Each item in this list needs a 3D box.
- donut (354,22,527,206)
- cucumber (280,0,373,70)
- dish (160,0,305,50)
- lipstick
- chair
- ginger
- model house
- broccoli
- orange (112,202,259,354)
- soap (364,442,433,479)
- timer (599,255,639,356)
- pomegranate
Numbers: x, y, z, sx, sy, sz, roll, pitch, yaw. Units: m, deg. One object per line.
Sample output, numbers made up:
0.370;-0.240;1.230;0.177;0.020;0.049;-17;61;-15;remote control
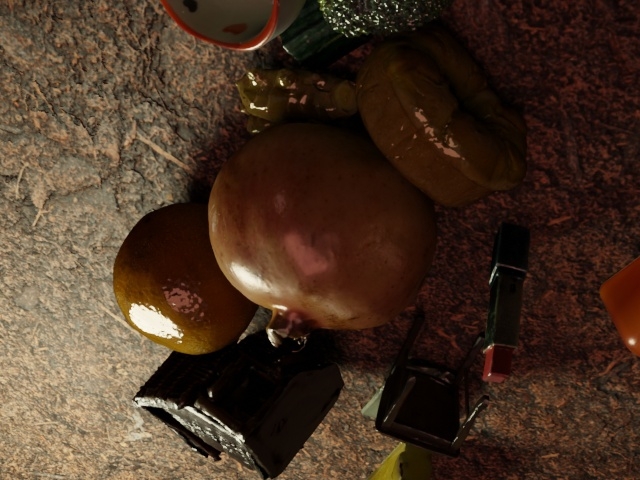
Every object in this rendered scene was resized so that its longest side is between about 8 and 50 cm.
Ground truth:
0.161;-0.160;1.122;0.261;0.208;0.128;45;128;-14;donut
0.006;-0.297;1.153;0.115;0.062;0.116;-23;118;35;cucumber
-0.104;-0.374;1.056;0.256;0.117;0.256;27;134;31;dish
0.269;0.092;1.225;0.051;0.312;0.051;16;132;3;lipstick
0.177;0.304;1.520;0.160;0.186;0.319;18;129;-5;chair
-0.044;-0.214;1.224;0.205;0.081;0.115;-10;113;32;ginger
-0.150;0.241;1.503;0.282;0.317;0.297;25;140;23;model house
0.094;-0.345;1.014;0.198;0.176;0.226;4;175;-36;broccoli
-0.217;0.069;1.404;0.264;0.264;0.264;9;130;10;orange
0.148;0.515;1.731;0.076;0.135;0.233;25;132;-4;soap
0.608;0.098;1.269;0.257;0.161;0.250;33;115;-11;timer
0.000;0.000;1.214;0.338;0.338;0.338;9;130;10;pomegranate
